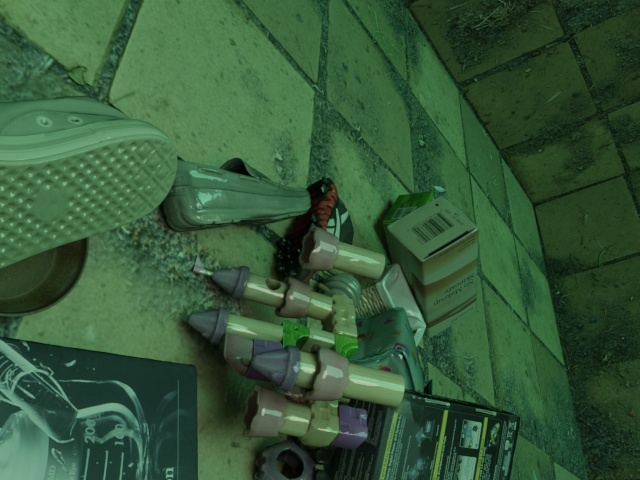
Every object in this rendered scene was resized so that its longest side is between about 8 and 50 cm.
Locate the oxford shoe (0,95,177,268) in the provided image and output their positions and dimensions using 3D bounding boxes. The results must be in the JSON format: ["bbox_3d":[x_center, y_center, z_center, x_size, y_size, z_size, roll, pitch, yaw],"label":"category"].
[{"bbox_3d":[-0.334,-0.054,0.523,0.130,0.169,0.449,34,31,23],"label":"oxford shoe"}]

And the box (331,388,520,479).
[{"bbox_3d":[0.149,0.437,0.892,0.318,0.097,0.395,20,79,-36],"label":"box"}]

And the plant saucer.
[{"bbox_3d":[-0.345,-0.012,0.627,0.198,0.036,0.198,35,46,-45],"label":"plant saucer"}]

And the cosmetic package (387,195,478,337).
[{"bbox_3d":[0.255,0.067,1.307,0.129,0.153,0.296,50,-15,39],"label":"cosmetic package"}]

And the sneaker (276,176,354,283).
[{"bbox_3d":[0.000,0.000,1.122,0.135,0.098,0.276,51,33,-26],"label":"sneaker"}]

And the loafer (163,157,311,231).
[{"bbox_3d":[-0.123,-0.081,0.958,0.319,0.112,0.111,-7,87,-59],"label":"loafer"}]

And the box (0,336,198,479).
[{"bbox_3d":[-0.266,0.263,0.451,0.312,0.179,0.343,24,52,-50],"label":"box"}]

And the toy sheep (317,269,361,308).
[{"bbox_3d":[0.034,0.106,1.131,0.091,0.091,0.132,60,35,-17],"label":"toy sheep"}]

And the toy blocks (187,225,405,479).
[{"bbox_3d":[-0.073,0.165,0.840,0.260,0.309,0.288,16,40,-17],"label":"toy blocks"}]

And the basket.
[{"bbox_3d":[0.139,0.151,1.255,0.167,0.103,0.113,65,30,-9],"label":"basket"}]

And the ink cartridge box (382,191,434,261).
[{"bbox_3d":[0.256,0.025,1.536,0.189,0.097,0.255,-51,131,-57],"label":"ink cartridge box"}]

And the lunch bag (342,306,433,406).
[{"bbox_3d":[0.127,0.286,1.082,0.223,0.160,0.262,-54,129,-76],"label":"lunch bag"}]

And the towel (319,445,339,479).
[{"bbox_3d":[0.033,0.458,0.969,0.209,0.034,0.285,62,31,-15],"label":"towel"}]
